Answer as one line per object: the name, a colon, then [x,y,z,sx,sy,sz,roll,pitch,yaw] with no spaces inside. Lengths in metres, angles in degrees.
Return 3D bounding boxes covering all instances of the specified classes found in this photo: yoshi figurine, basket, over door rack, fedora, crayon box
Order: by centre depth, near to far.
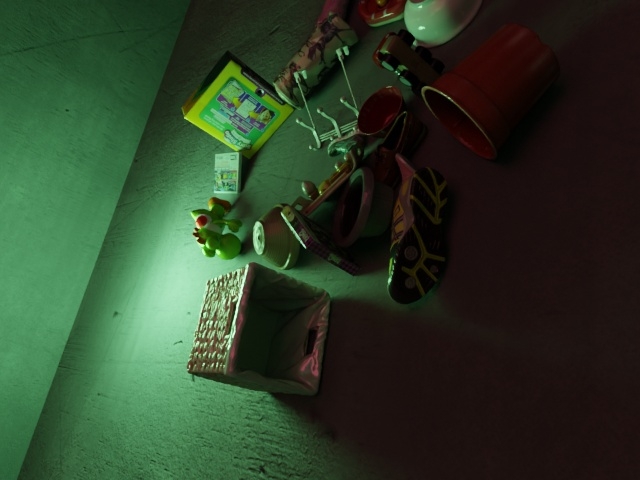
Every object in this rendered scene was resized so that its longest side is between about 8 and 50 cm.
fedora: [0.141,-0.091,1.507,0.275,0.124,0.244,127,152,-60]
basket: [-0.181,0.283,1.517,0.266,0.331,0.329,-17,57,46]
over door rack: [0.016,-0.523,1.844,0.239,0.108,0.325,-13,89,40]
yoshi figurine: [-0.421,-0.027,2.085,0.202,0.204,0.362,-11,33,-5]
crayon box: [-0.349,-0.566,2.129,0.313,0.363,0.106,-43,44,19]

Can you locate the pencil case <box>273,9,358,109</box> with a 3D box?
pencil case: [-0.017,-0.734,2.034,0.160,0.183,0.410,43,99,10]

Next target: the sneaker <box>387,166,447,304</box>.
sneaker: [0.264,-0.006,1.396,0.147,0.145,0.385,152,135,-72]

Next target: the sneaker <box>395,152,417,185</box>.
sneaker: [0.260,-0.200,1.515,0.134,0.051,0.070,50,117,12]

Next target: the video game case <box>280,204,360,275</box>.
video game case: [0.000,0.000,1.556,0.042,0.232,0.210,-49,42,11]

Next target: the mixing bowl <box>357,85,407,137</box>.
mixing bowl: [0.223,-0.412,1.665,0.181,0.098,0.182,-23,53,35]

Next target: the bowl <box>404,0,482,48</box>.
bowl: [0.395,-0.825,1.700,0.297,0.134,0.298,-23,54,35]

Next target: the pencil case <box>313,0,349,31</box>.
pencil case: [0.062,-1.011,2.152,0.124,0.124,0.284,4,72,46]

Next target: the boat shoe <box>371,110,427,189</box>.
boat shoe: [0.215,-0.268,1.586,0.110,0.104,0.307,30,91,48]

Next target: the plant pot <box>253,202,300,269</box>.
plant pot: [-0.167,-0.010,1.748,0.237,0.109,0.238,15,106,62]

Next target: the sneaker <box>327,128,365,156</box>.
sneaker: [0.093,-0.335,1.784,0.166,0.065,0.076,-26,56,36]

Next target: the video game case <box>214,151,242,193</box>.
video game case: [-0.424,-0.308,2.271,0.201,0.023,0.184,7,95,47]

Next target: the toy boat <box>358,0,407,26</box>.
toy boat: [0.234,-0.928,1.905,0.231,0.151,0.151,6,72,47]

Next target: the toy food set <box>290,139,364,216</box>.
toy food set: [0.018,-0.210,1.677,0.306,0.092,0.220,-43,6,21]

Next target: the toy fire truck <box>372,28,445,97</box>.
toy fire truck: [0.270,-0.599,1.653,0.159,0.217,0.246,-58,26,3]

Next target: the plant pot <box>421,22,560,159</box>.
plant pot: [0.459,-0.404,1.318,0.265,0.272,0.272,-45,43,6]
